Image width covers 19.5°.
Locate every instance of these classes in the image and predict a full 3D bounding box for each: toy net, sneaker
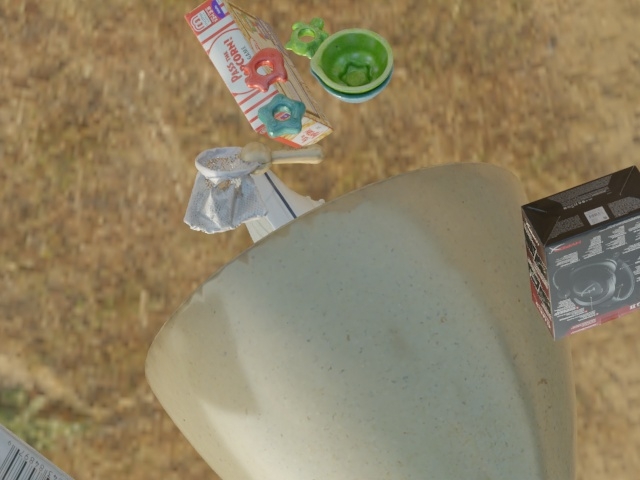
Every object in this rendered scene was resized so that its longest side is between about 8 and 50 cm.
[{"bbox_3d":[-0.045,-0.106,1.592,0.122,0.232,0.045,37,158,21],"label":"toy net"},{"bbox_3d":[0.000,0.000,1.849,0.091,0.258,0.094,-26,144,-19],"label":"sneaker"}]

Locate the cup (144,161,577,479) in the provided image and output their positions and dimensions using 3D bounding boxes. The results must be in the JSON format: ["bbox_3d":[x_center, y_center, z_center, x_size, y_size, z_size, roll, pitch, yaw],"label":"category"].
[{"bbox_3d":[0.066,0.131,1.420,0.331,0.237,0.331,-25,158,-11],"label":"cup"}]

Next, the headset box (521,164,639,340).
[{"bbox_3d":[0.137,0.010,0.927,0.062,0.032,0.083,-20,139,-4],"label":"headset box"}]

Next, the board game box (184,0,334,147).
[{"bbox_3d":[-0.061,-0.176,1.973,0.045,0.147,0.193,-33,169,10],"label":"board game box"}]

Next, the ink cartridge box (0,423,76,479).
[{"bbox_3d":[-0.309,0.158,1.320,0.223,0.045,0.224,41,140,-23],"label":"ink cartridge box"}]
